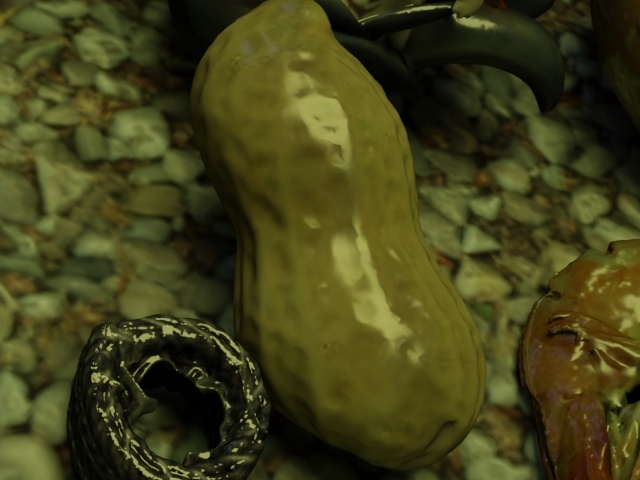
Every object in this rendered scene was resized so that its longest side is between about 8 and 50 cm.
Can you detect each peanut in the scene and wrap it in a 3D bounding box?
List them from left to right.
[{"bbox_3d":[0.000,0.000,0.973,0.123,0.123,0.256,-15,78,-31],"label":"peanut"}]

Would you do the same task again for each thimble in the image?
[{"bbox_3d":[-0.074,0.091,0.926,0.095,0.066,0.104,-13,61,-29],"label":"thimble"}]

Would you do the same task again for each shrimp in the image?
[{"bbox_3d":[0.173,0.101,1.029,0.154,0.062,0.294,18,44,9],"label":"shrimp"}]

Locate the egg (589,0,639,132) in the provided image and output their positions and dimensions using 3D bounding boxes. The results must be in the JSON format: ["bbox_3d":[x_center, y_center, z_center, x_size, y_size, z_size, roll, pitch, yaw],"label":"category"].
[{"bbox_3d":[0.266,-0.143,1.164,0.203,0.203,0.245,-27,84,-36],"label":"egg"}]

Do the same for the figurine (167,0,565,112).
[{"bbox_3d":[0.041,-0.166,1.095,0.265,0.197,0.175,1,55,-17],"label":"figurine"}]
